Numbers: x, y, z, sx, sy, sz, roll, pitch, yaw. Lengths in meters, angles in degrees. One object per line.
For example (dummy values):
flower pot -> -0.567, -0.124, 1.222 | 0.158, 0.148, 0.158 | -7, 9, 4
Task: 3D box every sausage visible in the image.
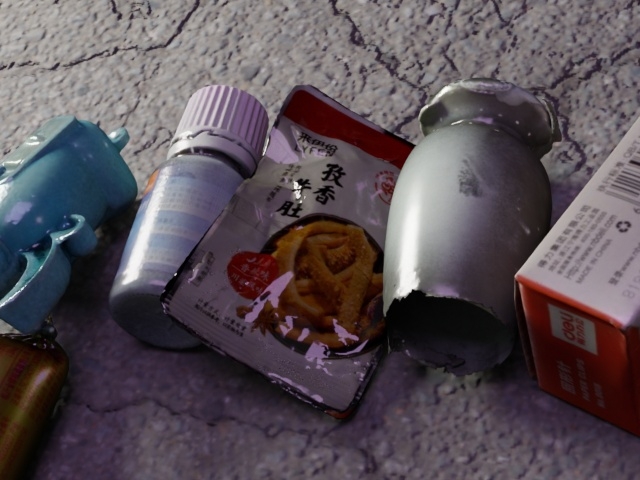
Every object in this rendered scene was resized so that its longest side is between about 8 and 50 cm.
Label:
sausage -> -0.256, 0.197, 1.078 | 0.082, 0.082, 0.371 | 6, 53, 20

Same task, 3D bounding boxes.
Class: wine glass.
wine glass -> 0.103, -0.013, 1.121 | 0.111, 0.111, 0.204 | 2, 51, 17

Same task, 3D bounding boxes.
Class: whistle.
whistle -> -0.235, 0.000, 1.204 | 0.186, 0.093, 0.274 | 2, 40, 49

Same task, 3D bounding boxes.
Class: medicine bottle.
medicine bottle -> -0.091, -0.022, 1.204 | 0.083, 0.083, 0.203 | 4, 53, 19

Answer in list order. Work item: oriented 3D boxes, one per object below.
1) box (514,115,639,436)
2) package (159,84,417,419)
box -> 0.212, 0.012, 1.058 | 0.099, 0.133, 0.182 | 26, 65, 31
package -> 0.000, 0.000, 1.164 | 0.154, 0.030, 0.239 | 29, 55, 0
